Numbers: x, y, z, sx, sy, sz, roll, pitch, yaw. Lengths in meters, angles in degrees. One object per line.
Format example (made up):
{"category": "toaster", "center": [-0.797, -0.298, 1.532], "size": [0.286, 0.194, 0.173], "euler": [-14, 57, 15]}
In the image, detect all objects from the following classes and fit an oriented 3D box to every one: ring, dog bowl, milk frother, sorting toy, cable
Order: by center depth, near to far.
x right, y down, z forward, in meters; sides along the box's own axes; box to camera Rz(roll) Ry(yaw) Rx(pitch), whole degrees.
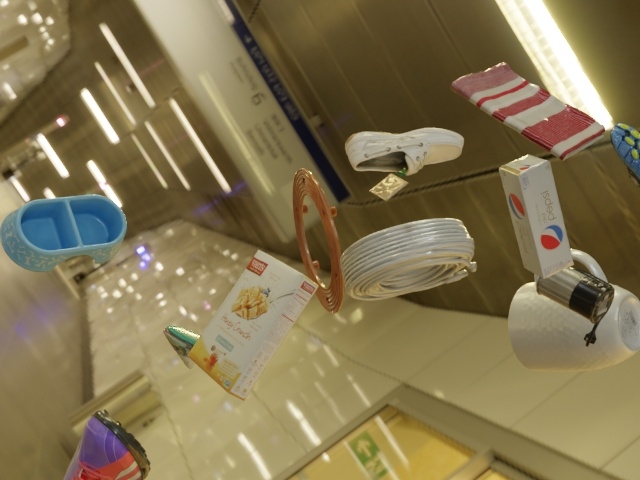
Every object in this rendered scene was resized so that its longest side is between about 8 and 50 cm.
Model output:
{"category": "cable", "center": [0.163, 0.035, 1.545], "size": [0.257, 0.257, 0.089], "euler": [57, 17, -72]}
{"category": "sorting toy", "center": [0.140, -0.107, 1.552], "size": [0.062, 0.083, 0.012], "euler": [33, -22, 53]}
{"category": "milk frother", "center": [0.526, 0.132, 1.705], "size": [0.134, 0.143, 0.129], "euler": [31, 17, 38]}
{"category": "ring", "center": [0.000, 0.000, 1.861], "size": [0.336, 0.032, 0.337], "euler": [168, -90, -75]}
{"category": "dog bowl", "center": [-0.588, -0.026, 1.915], "size": [0.074, 0.297, 0.166], "euler": [-36, -109, 46]}

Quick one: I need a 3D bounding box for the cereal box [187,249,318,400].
{"category": "cereal box", "center": [-0.124, 0.145, 1.469], "size": [0.047, 0.240, 0.173], "euler": [37, -7, -36]}

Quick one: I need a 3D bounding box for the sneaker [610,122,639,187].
{"category": "sneaker", "center": [0.685, -0.168, 1.784], "size": [0.188, 0.067, 0.078], "euler": [54, -7, -5]}

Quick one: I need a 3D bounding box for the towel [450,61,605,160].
{"category": "towel", "center": [0.502, -0.318, 1.970], "size": [0.329, 0.237, 0.037], "euler": [39, -48, 23]}

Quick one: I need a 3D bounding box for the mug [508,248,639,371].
{"category": "mug", "center": [0.757, 0.205, 2.420], "size": [0.328, 0.276, 0.374], "euler": [-10, -79, 48]}

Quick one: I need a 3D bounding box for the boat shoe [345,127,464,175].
{"category": "boat shoe", "center": [0.198, -0.190, 1.868], "size": [0.098, 0.276, 0.096], "euler": [94, -11, -53]}

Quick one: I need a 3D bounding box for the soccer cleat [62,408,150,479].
{"category": "soccer cleat", "center": [-0.327, 0.350, 1.191], "size": [0.108, 0.116, 0.318], "euler": [43, -35, 13]}

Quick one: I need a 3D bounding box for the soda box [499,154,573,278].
{"category": "soda box", "center": [0.397, -0.044, 1.509], "size": [0.074, 0.069, 0.216], "euler": [-137, -154, -66]}

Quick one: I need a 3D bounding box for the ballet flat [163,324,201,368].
{"category": "ballet flat", "center": [-0.255, 0.253, 1.826], "size": [0.221, 0.079, 0.077], "euler": [18, 17, -27]}
